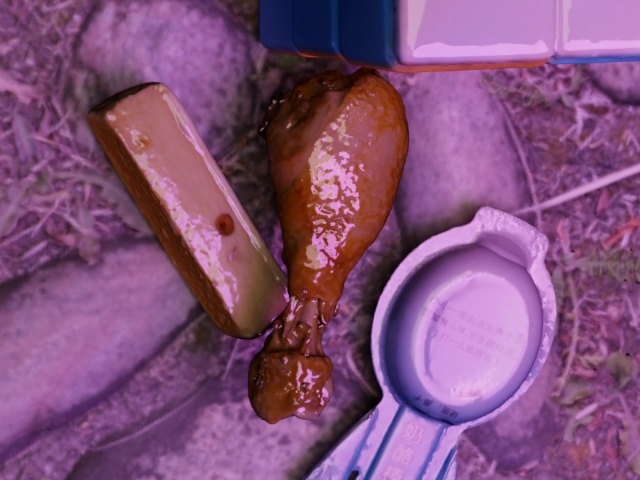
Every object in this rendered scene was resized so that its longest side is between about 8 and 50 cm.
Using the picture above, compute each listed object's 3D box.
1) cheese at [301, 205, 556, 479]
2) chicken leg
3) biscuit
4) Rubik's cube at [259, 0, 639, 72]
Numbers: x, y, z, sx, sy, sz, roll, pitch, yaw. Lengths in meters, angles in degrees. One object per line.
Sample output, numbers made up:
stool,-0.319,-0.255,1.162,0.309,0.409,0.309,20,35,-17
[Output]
cheese,0.086,0.094,1.235,0.135,0.052,0.245,26,91,-15
chicken leg,0.001,0.000,1.153,0.107,0.087,0.251,17,77,-35
biscuit,-0.084,-0.021,1.170,0.056,0.052,0.188,-38,108,-21
Rubik's cube,0.129,-0.256,1.071,0.291,0.291,0.290,-3,98,-16
